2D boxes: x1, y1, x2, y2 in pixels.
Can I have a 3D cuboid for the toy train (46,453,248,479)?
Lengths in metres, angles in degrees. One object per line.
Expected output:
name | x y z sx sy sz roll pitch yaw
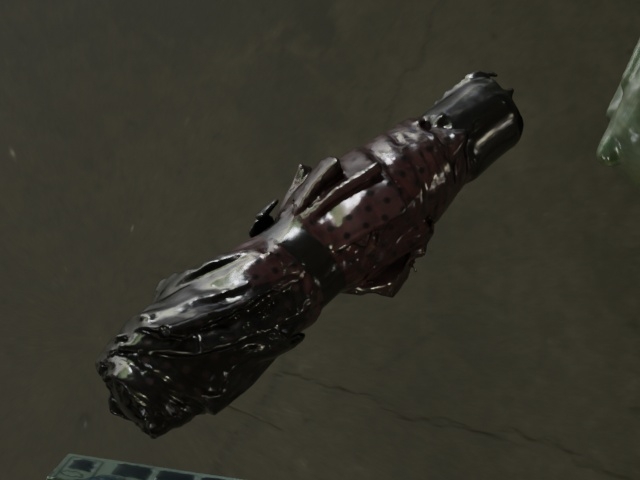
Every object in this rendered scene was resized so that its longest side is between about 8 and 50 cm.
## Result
toy train | 0.006 0.114 0.529 0.207 0.047 0.043 8 102 6

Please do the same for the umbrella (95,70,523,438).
umbrella | 0.000 0.000 0.929 0.326 0.090 0.094 -40 63 -22

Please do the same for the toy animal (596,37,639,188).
toy animal | 0.337 -0.068 1.119 0.251 0.125 0.127 23 105 5
